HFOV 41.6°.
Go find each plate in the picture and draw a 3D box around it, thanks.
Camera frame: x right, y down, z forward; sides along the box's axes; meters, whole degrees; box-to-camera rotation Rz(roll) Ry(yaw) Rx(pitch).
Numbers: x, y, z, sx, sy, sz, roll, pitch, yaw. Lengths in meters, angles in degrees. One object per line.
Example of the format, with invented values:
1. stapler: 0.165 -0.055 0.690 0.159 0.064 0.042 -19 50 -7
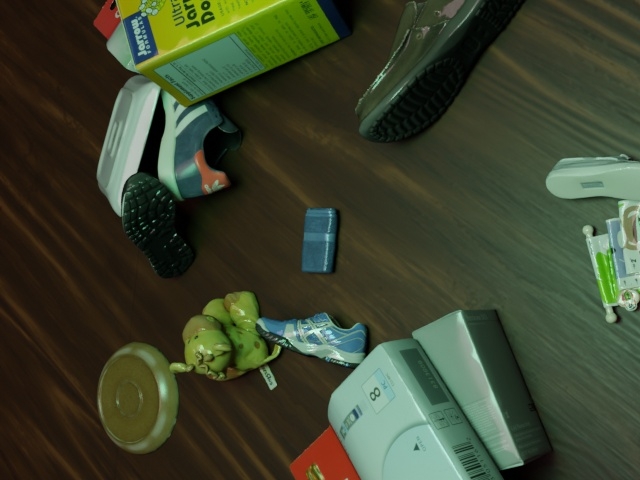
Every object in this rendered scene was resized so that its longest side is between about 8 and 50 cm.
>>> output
1. plate: -0.405 -0.206 1.729 0.278 0.045 0.277 32 105 65

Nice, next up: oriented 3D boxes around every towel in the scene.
1. towel: 0.000 0.000 1.524 0.067 0.029 0.119 4 88 35

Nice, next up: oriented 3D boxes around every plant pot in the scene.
1. plant pot: -0.394 0.332 1.767 0.236 0.032 0.236 -3 85 35

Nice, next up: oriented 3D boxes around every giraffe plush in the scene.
1. giraffe plush: -0.191 0.196 1.553 0.210 0.170 0.181 43 110 29

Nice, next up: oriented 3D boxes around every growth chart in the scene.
1. growth chart: 0.491 0.000 1.192 0.237 0.021 0.172 -25 71 30

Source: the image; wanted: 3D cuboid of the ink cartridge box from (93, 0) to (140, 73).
1. ink cartridge box: -0.411 -0.495 1.828 0.224 0.056 0.181 45 105 27

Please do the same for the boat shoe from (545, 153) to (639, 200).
1. boat shoe: 0.424 -0.097 1.223 0.184 0.066 0.063 -4 44 41

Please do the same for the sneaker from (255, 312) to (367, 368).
1. sneaker: -0.013 0.166 1.489 0.211 0.080 0.081 14 82 16

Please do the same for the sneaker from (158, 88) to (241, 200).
1. sneaker: -0.231 -0.245 1.663 0.148 0.131 0.350 -5 72 7

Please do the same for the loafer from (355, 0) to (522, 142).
1. loafer: 0.181 -0.318 1.378 0.366 0.134 0.130 -49 57 10

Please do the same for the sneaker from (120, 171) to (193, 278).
1. sneaker: -0.341 -0.046 1.634 0.107 0.283 0.124 -30 56 -16

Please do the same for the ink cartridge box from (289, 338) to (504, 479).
1. ink cartridge box: 0.088 0.384 1.284 0.385 0.091 0.308 -51 57 33

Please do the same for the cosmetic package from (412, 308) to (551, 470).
1. cosmetic package: 0.244 0.228 1.279 0.107 0.127 0.238 -27 73 32

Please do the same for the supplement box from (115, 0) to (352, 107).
1. supplement box: -0.155 -0.418 1.504 0.356 0.194 0.195 -21 74 11
